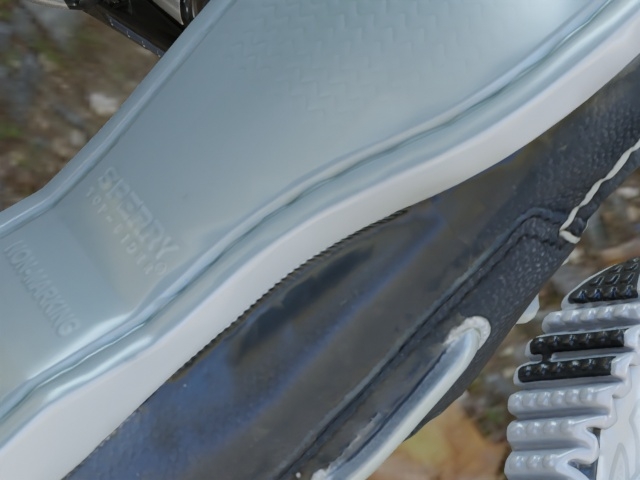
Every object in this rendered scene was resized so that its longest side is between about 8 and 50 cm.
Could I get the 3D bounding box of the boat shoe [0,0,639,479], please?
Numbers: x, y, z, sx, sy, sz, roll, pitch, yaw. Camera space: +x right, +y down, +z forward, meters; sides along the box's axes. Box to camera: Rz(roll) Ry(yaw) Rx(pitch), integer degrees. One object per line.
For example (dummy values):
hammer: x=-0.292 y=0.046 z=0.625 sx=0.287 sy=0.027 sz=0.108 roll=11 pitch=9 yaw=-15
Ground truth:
boat shoe: x=0.000 y=0.000 z=0.472 sx=0.302 sy=0.091 sz=0.114 roll=-36 pitch=39 yaw=8

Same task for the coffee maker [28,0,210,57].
coffee maker: x=-0.082 y=-0.163 z=1.110 sx=0.178 sy=0.171 sz=0.120 roll=34 pitch=103 yaw=28

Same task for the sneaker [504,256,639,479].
sneaker: x=0.191 y=0.153 z=1.367 sx=0.110 sy=0.118 sz=0.292 roll=-3 pitch=62 yaw=57
